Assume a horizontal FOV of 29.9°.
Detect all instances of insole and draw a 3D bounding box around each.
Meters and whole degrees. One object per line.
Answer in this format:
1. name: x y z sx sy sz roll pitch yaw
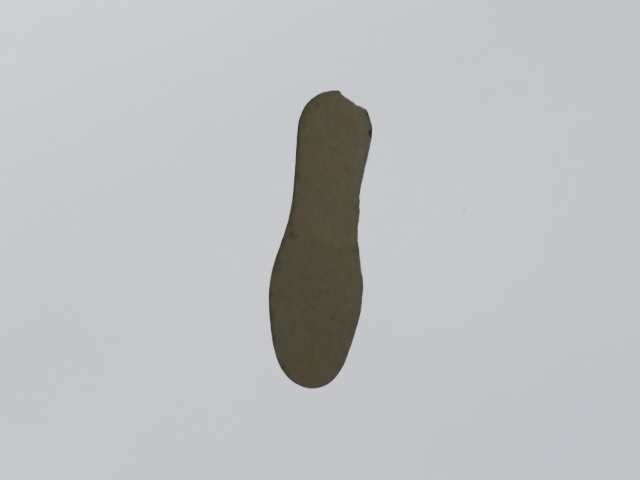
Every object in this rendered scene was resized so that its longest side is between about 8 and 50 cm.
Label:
1. insole: 0.000 0.000 0.784 0.065 0.004 0.197 3 -85 -19
